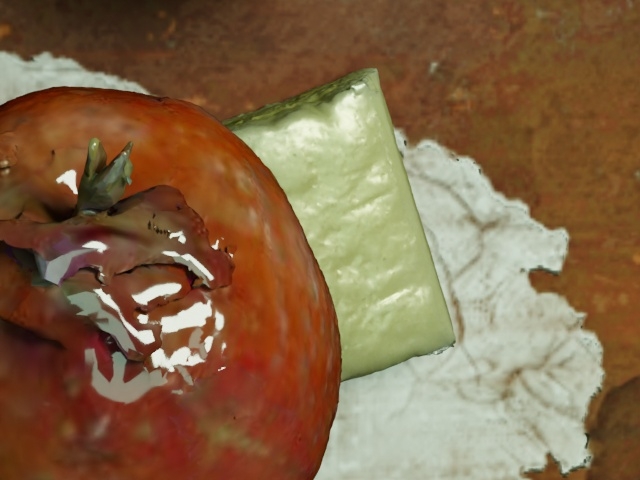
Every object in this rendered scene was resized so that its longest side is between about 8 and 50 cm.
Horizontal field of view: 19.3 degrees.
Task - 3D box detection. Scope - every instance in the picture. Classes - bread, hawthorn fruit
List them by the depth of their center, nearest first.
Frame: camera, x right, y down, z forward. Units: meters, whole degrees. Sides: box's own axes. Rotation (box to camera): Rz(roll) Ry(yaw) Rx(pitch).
[{"bbox_3d":[-0.118,0.033,0.983,0.276,0.307,0.276,1,59,-1],"label":"hawthorn fruit"},{"bbox_3d":[0.001,0.000,1.147,0.139,0.060,0.178,-22,102,-12],"label":"bread"}]
